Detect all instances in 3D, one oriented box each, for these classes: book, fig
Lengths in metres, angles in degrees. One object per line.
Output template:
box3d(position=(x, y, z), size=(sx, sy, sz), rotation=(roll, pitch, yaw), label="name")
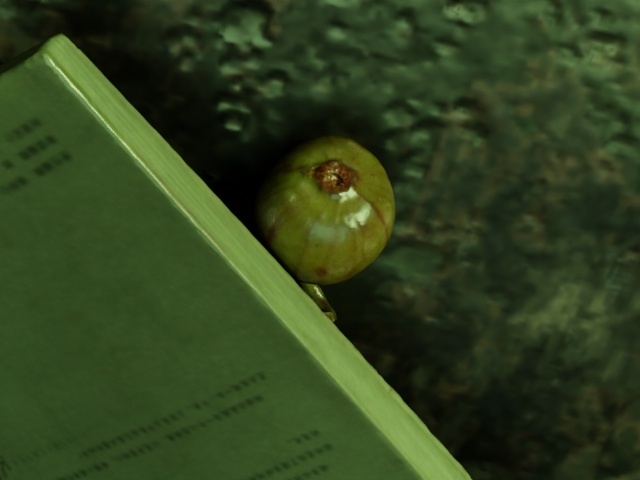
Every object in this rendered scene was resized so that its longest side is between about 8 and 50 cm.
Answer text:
box3d(position=(-0.078, 0.069, 0.666), size=(0.215, 0.025, 0.283), rotation=(-23, 120, 32), label="book")
box3d(position=(0.000, 0.000, 0.634), size=(0.050, 0.050, 0.083), rotation=(6, 145, -1), label="fig")
